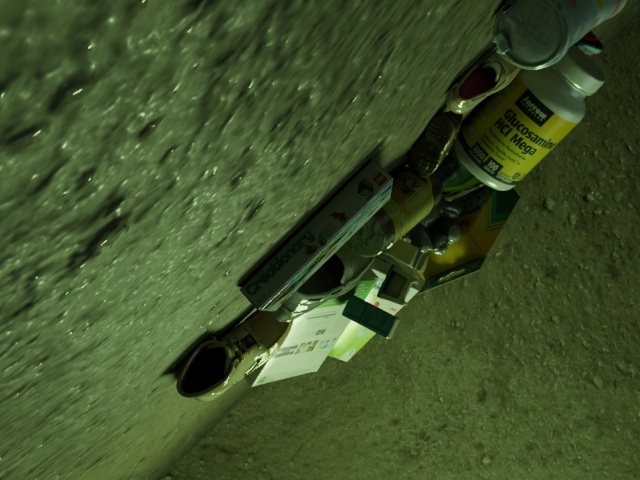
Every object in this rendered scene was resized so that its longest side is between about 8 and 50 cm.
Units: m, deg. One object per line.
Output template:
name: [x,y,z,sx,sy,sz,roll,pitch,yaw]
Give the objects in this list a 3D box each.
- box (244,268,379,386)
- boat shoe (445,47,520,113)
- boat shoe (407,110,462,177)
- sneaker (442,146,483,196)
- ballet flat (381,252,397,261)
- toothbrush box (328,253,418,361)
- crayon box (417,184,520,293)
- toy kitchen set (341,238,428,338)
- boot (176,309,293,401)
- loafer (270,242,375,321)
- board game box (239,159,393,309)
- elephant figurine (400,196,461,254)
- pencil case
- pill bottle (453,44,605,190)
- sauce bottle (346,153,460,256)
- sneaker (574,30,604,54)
box: [-0.025,0.197,1.861,0.232,0.058,0.322,-3,134,-48]
boat shoe: [0.286,-0.278,1.341,0.170,0.063,0.059,-43,178,-8]
boat shoe: [0.221,-0.182,1.515,0.060,0.064,0.178,-38,168,-30]
sneaker: [0.350,-0.185,2.057,0.295,0.123,0.109,-21,176,-24]
ballet flat: [0.193,-0.024,2.127,0.342,0.116,0.124,-45,152,6]
toothbrush box: [0.075,0.160,2.056,0.283,0.122,0.206,-47,137,15]
crayon box: [0.355,-0.018,2.008,0.203,0.083,0.323,-27,-163,44]
toy kitchen set: [0.129,0.093,1.741,0.207,0.122,0.166,-64,161,-1]
boot: [-0.159,0.206,1.524,0.262,0.095,0.203,-39,171,-8]
loafer: [0.022,0.061,1.608,0.319,0.112,0.111,-36,177,-44]
board game box: [0.000,0.000,1.375,0.305,0.053,0.193,-44,173,-2]
elephant figurine: [0.207,-0.049,1.899,0.169,0.186,0.239,-5,-170,-27]
pencil case: [0.365,-0.348,1.197,0.273,0.113,0.124,-38,180,-39]
pill bottle: [0.473,-0.286,1.815,0.334,0.188,0.188,-50,171,33]
sauce bottle: [0.174,-0.087,1.625,0.344,0.111,0.111,-39,171,-45]
sneaker: [0.605,-0.455,1.923,0.125,0.104,0.262,-45,173,23]
